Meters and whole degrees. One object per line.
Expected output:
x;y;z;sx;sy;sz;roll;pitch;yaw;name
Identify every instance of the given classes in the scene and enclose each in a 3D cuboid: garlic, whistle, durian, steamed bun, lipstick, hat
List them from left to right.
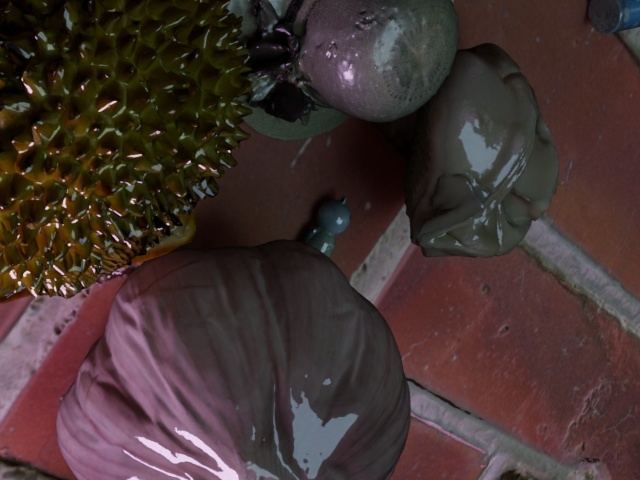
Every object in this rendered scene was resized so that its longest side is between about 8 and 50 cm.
-0.177;-0.110;0.963;0.293;0.258;0.258;-49;142;-17;durian
-0.058;0.147;1.234;0.317;0.259;0.317;-4;123;-7;garlic
0.000;0.000;1.389;0.035;0.035;0.100;19;105;-51;whistle
0.045;-0.181;1.226;0.257;0.130;0.257;-26;133;-32;hat
0.159;-0.076;1.352;0.211;0.144;0.218;-81;180;-70;steamed bun
0.364;-0.263;1.567;0.158;0.048;0.048;-17;128;-38;lipstick

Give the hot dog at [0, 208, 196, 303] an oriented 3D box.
-0.214;0.006;1.109;0.269;0.115;0.072;-17;100;-40;hot dog
